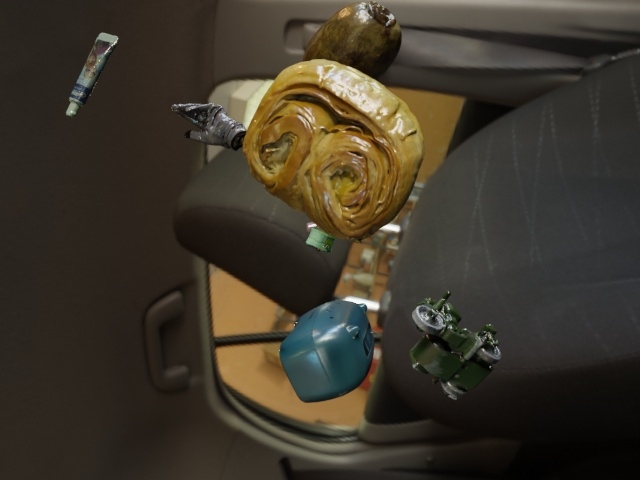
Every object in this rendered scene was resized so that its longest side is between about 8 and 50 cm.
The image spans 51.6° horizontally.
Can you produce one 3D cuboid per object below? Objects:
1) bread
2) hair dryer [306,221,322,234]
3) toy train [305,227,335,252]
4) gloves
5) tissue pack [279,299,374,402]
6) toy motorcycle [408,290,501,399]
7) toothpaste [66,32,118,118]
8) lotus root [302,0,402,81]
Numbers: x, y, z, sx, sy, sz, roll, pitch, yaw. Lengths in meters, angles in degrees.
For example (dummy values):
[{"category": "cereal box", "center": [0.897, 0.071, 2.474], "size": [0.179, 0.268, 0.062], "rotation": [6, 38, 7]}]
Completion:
[{"category": "bread", "center": [0.020, -0.119, 0.852], "size": [0.198, 0.236, 0.120], "rotation": [-60, -17, 20]}, {"category": "hair dryer", "center": [-0.013, -0.069, 1.978], "size": [0.037, 0.063, 0.114], "rotation": [-106, 8, -47]}, {"category": "toy train", "center": [0.000, 0.000, 1.805], "size": [0.038, 0.093, 0.056], "rotation": [18, -86, -39]}, {"category": "gloves", "center": [-0.338, -0.349, 2.036], "size": [0.119, 0.285, 0.142], "rotation": [-18, -45, -65]}, {"category": "tissue pack", "center": [0.034, 0.268, 1.658], "size": [0.198, 0.206, 0.287], "rotation": [67, -165, -6]}, {"category": "toy motorcycle", "center": [0.300, 0.253, 1.558], "size": [0.205, 0.275, 0.127], "rotation": [-54, 15, 29]}, {"category": "toothpaste", "center": [-0.531, -0.381, 1.524], "size": [0.216, 0.062, 0.037], "rotation": [-67, -22, -8]}, {"category": "lotus root", "center": [0.045, -0.334, 1.217], "size": [0.260, 0.145, 0.129], "rotation": [-39, 46, 50]}]
